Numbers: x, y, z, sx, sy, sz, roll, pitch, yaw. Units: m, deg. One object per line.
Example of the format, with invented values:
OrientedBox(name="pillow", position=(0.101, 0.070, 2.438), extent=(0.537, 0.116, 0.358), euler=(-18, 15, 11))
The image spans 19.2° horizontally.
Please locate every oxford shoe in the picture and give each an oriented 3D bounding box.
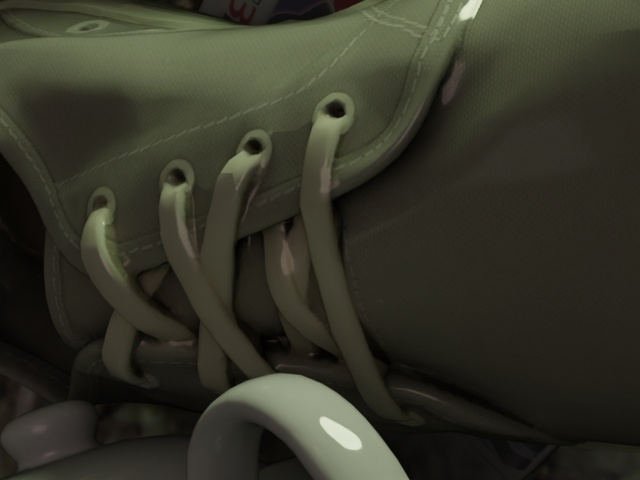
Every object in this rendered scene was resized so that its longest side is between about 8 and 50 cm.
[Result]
OrientedBox(name="oxford shoe", position=(0.000, 0.000, 0.592), extent=(0.449, 0.130, 0.169), euler=(8, 121, 41))

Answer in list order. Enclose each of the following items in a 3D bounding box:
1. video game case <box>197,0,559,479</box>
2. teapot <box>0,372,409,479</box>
OrientedBox(name="video game case", position=(0.039, -0.032, 0.647), extent=(0.201, 0.023, 0.183), euler=(45, 141, 10))
OrientedBox(name="teapot", position=(-0.057, 0.141, 0.609), extent=(0.256, 0.252, 0.187), euler=(-19, 86, 12))
